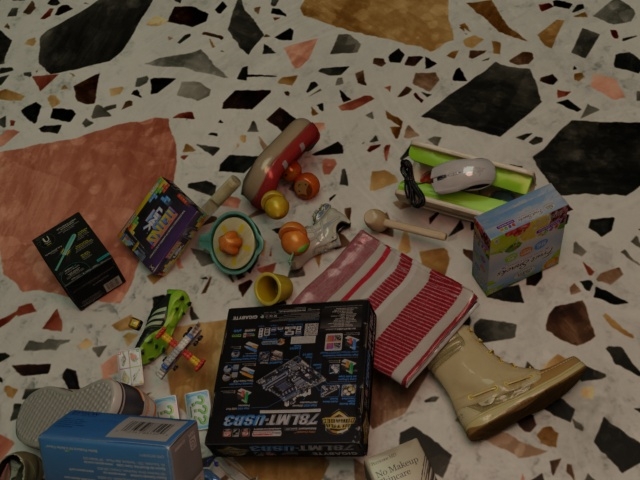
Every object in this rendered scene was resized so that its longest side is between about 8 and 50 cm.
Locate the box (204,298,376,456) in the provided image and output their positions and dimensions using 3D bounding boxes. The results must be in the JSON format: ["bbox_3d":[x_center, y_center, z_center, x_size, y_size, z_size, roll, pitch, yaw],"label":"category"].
[{"bbox_3d":[-0.050,0.258,1.654,0.295,0.073,0.293,-5,55,15],"label":"box"}]

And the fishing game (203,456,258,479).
[{"bbox_3d":[-0.244,0.503,1.600,0.189,0.041,0.264,24,67,30],"label":"fishing game"}]

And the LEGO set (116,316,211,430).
[{"bbox_3d":[-0.314,0.260,1.727,0.182,0.060,0.244,-10,73,1],"label":"LEGO set"}]

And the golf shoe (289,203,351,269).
[{"bbox_3d":[0.000,0.000,1.895,0.086,0.069,0.176,26,64,16],"label":"golf shoe"}]

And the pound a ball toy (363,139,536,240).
[{"bbox_3d":[0.277,-0.079,1.892,0.319,0.136,0.208,16,85,17],"label":"pound a ball toy"}]

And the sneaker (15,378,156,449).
[{"bbox_3d":[-0.448,0.341,1.677,0.321,0.127,0.126,-14,60,38],"label":"sneaker"}]

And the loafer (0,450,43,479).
[{"bbox_3d":[-0.596,0.506,1.610,0.102,0.092,0.268,4,57,10],"label":"loafer"}]

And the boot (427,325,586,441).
[{"bbox_3d":[0.346,0.237,1.671,0.262,0.095,0.203,-27,56,-6],"label":"boot"}]

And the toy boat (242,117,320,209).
[{"bbox_3d":[-0.066,-0.152,1.980,0.151,0.151,0.231,42,67,-2],"label":"toy boat"}]

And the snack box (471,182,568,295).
[{"bbox_3d":[0.393,0.002,1.753,0.174,0.207,0.070,-24,56,-8],"label":"snack box"}]

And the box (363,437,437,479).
[{"bbox_3d":[0.175,0.493,1.516,0.113,0.094,0.275,-22,56,-8],"label":"box"}]

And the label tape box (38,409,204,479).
[{"bbox_3d":[-0.324,0.476,1.506,0.249,0.347,0.115,0,16,18],"label":"label tape box"}]

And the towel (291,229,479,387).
[{"bbox_3d":[0.121,0.126,1.756,0.329,0.037,0.237,30,70,39],"label":"towel"}]

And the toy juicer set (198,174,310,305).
[{"bbox_3d":[-0.164,-0.027,1.859,0.329,0.089,0.209,35,108,28],"label":"toy juicer set"}]

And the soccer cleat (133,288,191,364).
[{"bbox_3d":[-0.336,0.178,1.828,0.072,0.060,0.179,10,59,43],"label":"soccer cleat"}]

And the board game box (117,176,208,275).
[{"bbox_3d":[-0.346,-0.031,1.926,0.141,0.048,0.170,41,98,30],"label":"board game box"}]

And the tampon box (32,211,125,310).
[{"bbox_3d":[-0.523,0.044,1.909,0.120,0.101,0.161,-34,58,-16],"label":"tampon box"}]

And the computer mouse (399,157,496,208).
[{"bbox_3d":[0.263,-0.133,1.812,0.193,0.042,0.106,-11,77,13],"label":"computer mouse"}]
